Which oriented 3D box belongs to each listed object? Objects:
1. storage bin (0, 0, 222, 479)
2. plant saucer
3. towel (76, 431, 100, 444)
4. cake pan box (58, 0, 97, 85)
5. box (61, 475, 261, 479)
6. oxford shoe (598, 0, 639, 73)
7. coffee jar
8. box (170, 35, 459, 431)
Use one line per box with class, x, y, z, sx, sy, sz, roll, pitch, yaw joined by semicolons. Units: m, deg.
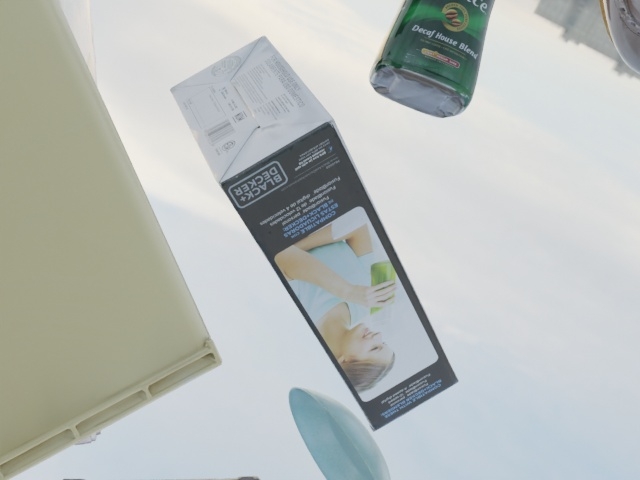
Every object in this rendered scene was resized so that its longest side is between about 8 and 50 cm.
storage bin;-0.217;-0.010;0.383;0.260;0.262;0.123;-27;-160;-17
plant saucer;0.032;0.244;0.987;0.037;0.195;0.195;-31;-126;-22
towel;-0.409;0.070;0.904;0.332;0.316;0.053;-1;169;-20
cake pan box;-0.306;-0.288;0.954;0.070;0.245;0.266;-7;-107;-8
box;-0.209;0.537;1.126;0.294;0.395;0.212;8;-174;-28
oxford shoe;0.206;-0.166;0.438;0.130;0.132;0.363;8;162;13
coffee jar;0.116;-0.214;0.791;0.096;0.184;0.079;20;165;-6
box;0.000;0.000;0.689;0.290;0.087;0.169;61;178;-37
